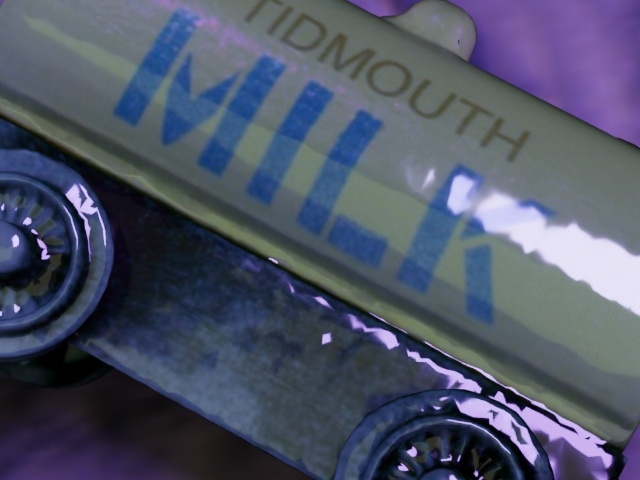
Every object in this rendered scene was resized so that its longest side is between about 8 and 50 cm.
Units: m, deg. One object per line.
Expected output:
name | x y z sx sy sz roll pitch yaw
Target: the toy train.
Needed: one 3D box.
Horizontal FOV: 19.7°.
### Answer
toy train | 0.000 0.000 0.520 0.253 0.105 0.157 29 84 10
